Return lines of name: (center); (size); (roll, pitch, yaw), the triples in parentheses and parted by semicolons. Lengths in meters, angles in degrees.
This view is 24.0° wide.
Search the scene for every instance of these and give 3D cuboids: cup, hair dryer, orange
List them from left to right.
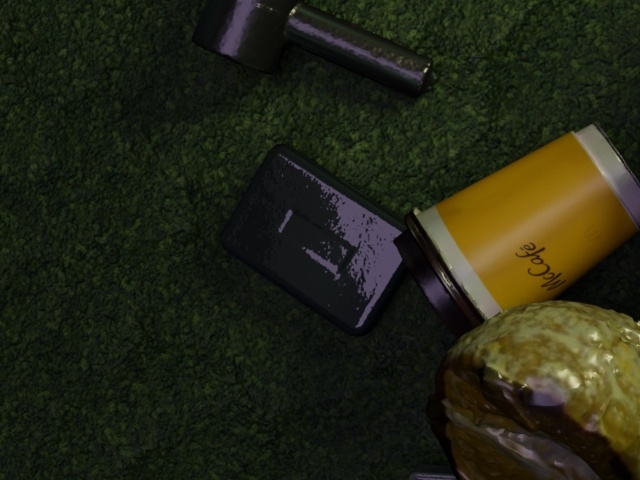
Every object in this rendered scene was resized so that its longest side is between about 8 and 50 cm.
hair dryer: (0.022, -0.297, 1.842); (0.302, 0.116, 0.244); (25, 100, 5)
cup: (0.236, -0.006, 1.731); (0.280, 0.196, 0.196); (-33, 81, 8)
orange: (0.270, 0.187, 1.609); (0.271, 0.368, 0.210); (35, 65, 21)

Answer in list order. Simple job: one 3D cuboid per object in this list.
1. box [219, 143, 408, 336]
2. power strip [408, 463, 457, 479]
box: (0.000, 0.000, 1.873); (0.230, 0.050, 0.160); (34, 101, 15)
power strip: (0.216, 0.347, 1.814); (0.216, 0.061, 0.145); (2, 99, 19)
